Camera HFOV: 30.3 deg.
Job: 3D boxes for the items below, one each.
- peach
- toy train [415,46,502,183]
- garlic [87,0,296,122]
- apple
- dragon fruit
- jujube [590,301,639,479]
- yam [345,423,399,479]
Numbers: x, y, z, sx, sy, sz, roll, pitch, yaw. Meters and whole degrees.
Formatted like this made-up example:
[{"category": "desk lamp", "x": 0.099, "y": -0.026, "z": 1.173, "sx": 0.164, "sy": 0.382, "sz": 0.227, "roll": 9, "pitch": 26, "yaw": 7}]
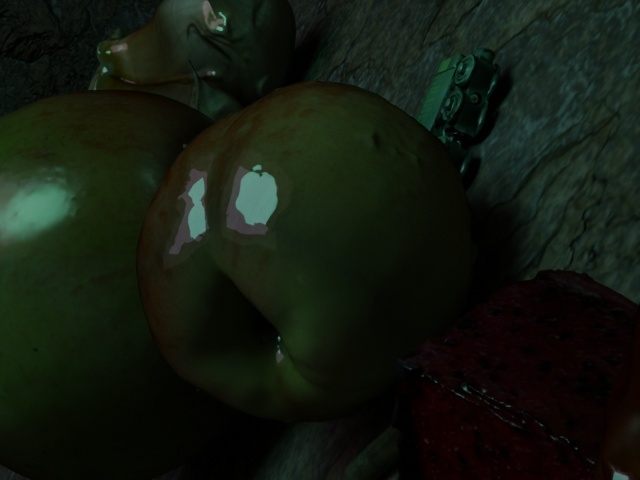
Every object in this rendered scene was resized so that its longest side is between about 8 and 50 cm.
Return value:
[{"category": "peach", "x": 0.000, "y": 0.000, "z": 0.752, "sx": 0.232, "sy": 0.233, "sz": 0.232, "roll": -51, "pitch": 20, "yaw": 27}, {"category": "toy train", "x": 0.088, "y": -0.070, "z": 0.853, "sx": 0.148, "sy": 0.038, "sz": 0.071, "roll": -66, "pitch": 16, "yaw": -16}, {"category": "garlic", "x": -0.157, "y": -0.182, "z": 1.422, "sx": 0.313, "sy": 0.249, "sz": 0.286, "roll": -6, "pitch": 37, "yaw": 45}, {"category": "apple", "x": -0.161, "y": 0.036, "z": 0.945, "sx": 0.277, "sy": 0.319, "sz": 0.319, "roll": -13, "pitch": 45, "yaw": 33}, {"category": "dragon fruit", "x": 0.112, "y": 0.099, "z": 0.488, "sx": 0.127, "sy": 0.120, "sz": 0.161, "roll": -26, "pitch": 31, "yaw": -30}, {"category": "jujube", "x": 0.162, "y": 0.036, "z": 0.267, "sx": 0.216, "sy": 0.216, "sz": 0.342, "roll": -108, "pitch": 38, "yaw": -66}, {"category": "yam", "x": 0.053, "y": 0.111, "z": 0.696, "sx": 0.116, "sy": 0.021, "sz": 0.021, "roll": -48, "pitch": 22, "yaw": 36}]
